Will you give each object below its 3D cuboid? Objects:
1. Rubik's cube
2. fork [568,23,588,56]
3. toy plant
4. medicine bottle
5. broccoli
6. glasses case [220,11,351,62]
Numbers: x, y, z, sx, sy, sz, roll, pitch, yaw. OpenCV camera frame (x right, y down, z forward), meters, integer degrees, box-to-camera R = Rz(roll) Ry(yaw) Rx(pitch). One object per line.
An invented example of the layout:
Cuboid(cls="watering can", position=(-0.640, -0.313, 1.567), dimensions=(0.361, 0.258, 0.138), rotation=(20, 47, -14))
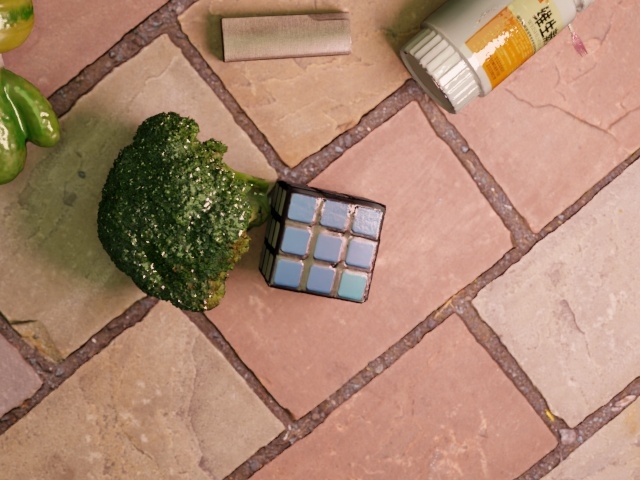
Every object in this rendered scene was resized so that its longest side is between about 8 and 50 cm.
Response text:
Cuboid(cls="Rubik's cube", position=(0.000, 0.000, 1.751), dimensions=(0.160, 0.163, 0.162), rotation=(11, 94, -10))
Cuboid(cls="fork", position=(0.416, -0.359, 1.842), dimensions=(0.016, 0.012, 0.115), rotation=(-28, 96, -8))
Cuboid(cls="toy plant", position=(-0.509, -0.236, 1.659), dimensions=(0.224, 0.184, 0.316), rotation=(-1, 114, -4))
Cuboid(cls="medicine bottle", position=(0.285, -0.350, 1.748), dimensions=(0.318, 0.158, 0.158), rotation=(-40, 101, -1))
Cuboid(cls="broccoli", position=(-0.198, -0.042, 1.683), dimensions=(0.275, 0.308, 0.308), rotation=(-6, 99, -33))
Cuboid(cls="glasses case", position=(-0.055, -0.324, 1.757), dimensions=(0.205, 0.047, 0.071), rotation=(-4, 97, -7))
